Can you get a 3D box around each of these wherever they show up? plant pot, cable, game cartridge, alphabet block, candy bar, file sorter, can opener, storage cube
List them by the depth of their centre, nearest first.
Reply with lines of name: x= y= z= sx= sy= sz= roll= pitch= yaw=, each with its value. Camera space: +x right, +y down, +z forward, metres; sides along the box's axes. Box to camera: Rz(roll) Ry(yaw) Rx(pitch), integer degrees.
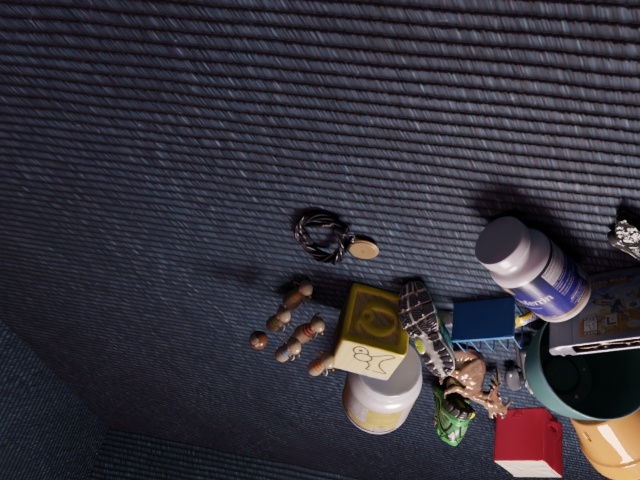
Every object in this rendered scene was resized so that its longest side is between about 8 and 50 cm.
game cartridge: x=0.681 y=0.161 z=1.442 sx=0.297 sy=0.198 sz=0.062 roll=-17 pitch=136 yaw=36
cable: x=0.000 y=0.000 z=1.584 sx=0.150 sy=0.047 sz=0.184 roll=25 pitch=146 yaw=-6
candy bar: x=0.579 y=0.185 z=1.614 sx=0.161 sy=0.018 sz=0.040 roll=-21 pitch=128 yaw=-3
plant pot: x=0.680 y=0.338 z=1.640 sx=0.293 sy=0.293 sz=0.235 roll=12 pitch=158 yaw=3
file sorter: x=0.463 y=0.238 z=1.709 sx=0.170 sy=0.118 sz=0.104 roll=-11 pitch=143 yaw=32
alphabet block: x=0.146 y=0.266 z=1.795 sx=0.192 sy=0.193 sz=0.197 roll=14 pitch=146 yaw=-3
plant pot: x=0.893 y=0.542 z=1.877 sx=0.203 sy=0.291 sz=0.291 roll=47 pitch=137 yaw=-17
can opener: x=0.610 y=0.392 z=1.897 sx=0.095 sy=0.076 sz=0.283 roll=-21 pitch=138 yaw=5
storage cube: x=0.761 y=0.739 z=2.262 sx=0.215 sy=0.193 sz=0.183 roll=-14 pitch=137 yaw=37

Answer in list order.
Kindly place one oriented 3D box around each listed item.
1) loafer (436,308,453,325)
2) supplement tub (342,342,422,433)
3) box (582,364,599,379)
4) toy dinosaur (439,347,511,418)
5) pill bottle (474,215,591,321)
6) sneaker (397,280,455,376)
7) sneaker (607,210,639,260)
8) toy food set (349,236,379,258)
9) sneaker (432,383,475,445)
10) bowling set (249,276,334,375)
loafer: x=0.335 y=0.223 z=1.806 sx=0.125 sy=0.045 sz=0.039 roll=10 pitch=164 yaw=18
supplement tub: x=0.200 y=0.473 z=2.032 sx=0.241 sy=0.241 sz=0.331 roll=11 pitch=146 yaw=4
box: x=0.772 y=0.383 z=1.790 sx=0.324 sy=0.067 sz=0.063 roll=-20 pitch=136 yaw=21
toy dinosaur: x=0.485 y=0.424 z=1.972 sx=0.200 sy=0.127 sz=0.296 roll=-12 pitch=118 yaw=16
pill bottle: x=0.483 y=0.065 z=1.416 sx=0.264 sy=0.153 sz=0.153 roll=35 pitch=141 yaw=-27
sneaker: x=0.296 y=0.239 z=1.709 sx=0.107 sy=0.110 sz=0.275 roll=-20 pitch=94 yaw=27
sneaker: x=0.691 y=-0.005 z=1.330 sx=0.170 sy=0.051 sz=0.089 roll=23 pitch=150 yaw=-8
toy food set: x=0.110 y=0.021 z=1.603 sx=0.083 sy=0.020 sz=0.082 roll=3 pitch=145 yaw=15
sneaker: x=0.431 y=0.592 z=2.120 sx=0.134 sy=0.146 sz=0.343 roll=22 pitch=-177 yaw=8
bowling set: x=-0.088 y=0.270 z=1.773 sx=0.200 sy=0.287 sz=0.154 roll=-14 pitch=163 yaw=-34
